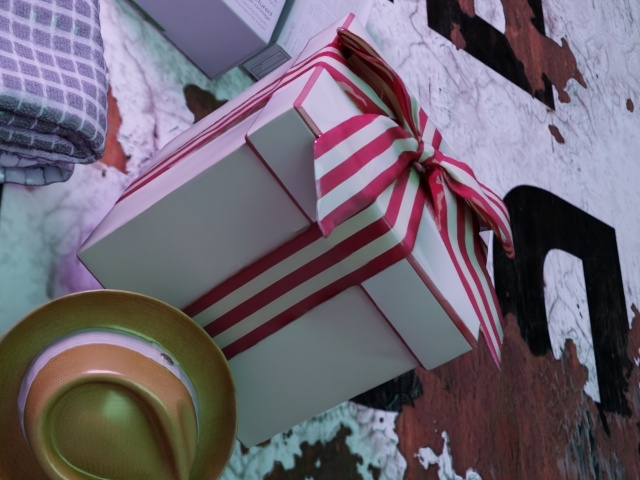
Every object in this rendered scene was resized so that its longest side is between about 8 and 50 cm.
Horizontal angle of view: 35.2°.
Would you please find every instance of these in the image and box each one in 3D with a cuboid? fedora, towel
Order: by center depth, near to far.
[{"bbox_3d":[-0.144,0.131,0.704,0.194,0.079,0.194,-3,102,-15],"label":"fedora"},{"bbox_3d":[-0.289,-0.180,0.727,0.284,0.121,0.234,12,63,-44],"label":"towel"}]

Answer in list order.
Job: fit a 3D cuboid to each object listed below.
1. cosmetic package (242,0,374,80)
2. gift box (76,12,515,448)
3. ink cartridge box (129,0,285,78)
[{"bbox_3d":[-0.004,-0.248,1.120,0.099,0.060,0.239,44,45,-28],"label":"cosmetic package"},{"bbox_3d":[0.000,0.000,0.809,0.255,0.258,0.276,49,26,-21],"label":"gift box"},{"bbox_3d":[-0.103,-0.292,1.011,0.153,0.087,0.208,41,45,-28],"label":"ink cartridge box"}]
